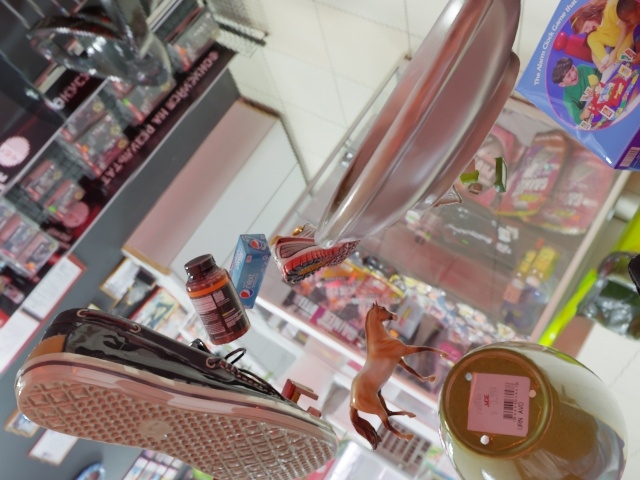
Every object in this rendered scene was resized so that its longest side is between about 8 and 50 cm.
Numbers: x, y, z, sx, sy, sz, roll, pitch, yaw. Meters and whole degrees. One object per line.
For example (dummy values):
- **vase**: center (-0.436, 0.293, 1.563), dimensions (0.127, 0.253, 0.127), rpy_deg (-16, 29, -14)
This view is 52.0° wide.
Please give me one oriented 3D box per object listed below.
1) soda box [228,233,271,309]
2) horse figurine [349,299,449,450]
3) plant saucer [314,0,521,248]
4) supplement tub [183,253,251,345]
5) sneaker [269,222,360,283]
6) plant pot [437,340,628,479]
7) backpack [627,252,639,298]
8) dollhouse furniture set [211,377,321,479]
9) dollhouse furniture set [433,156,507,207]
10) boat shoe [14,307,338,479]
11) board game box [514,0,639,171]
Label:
- **soda box**: center (-0.185, 0.081, 1.635), dimensions (0.210, 0.067, 0.071), rpy_deg (113, 146, -40)
- **horse figurine**: center (0.126, 0.269, 1.259), dimensions (0.174, 0.263, 0.066), rpy_deg (27, 171, -2)
- **plant saucer**: center (0.131, -0.147, 0.772), dimensions (0.100, 0.401, 0.400), rpy_deg (30, 164, -4)
- **supplement tub**: center (-0.240, 0.132, 1.496), dimensions (0.106, 0.106, 0.198), rpy_deg (5, 119, 59)
- **sneaker**: center (0.000, 0.000, 1.236), dimensions (0.093, 0.225, 0.088), rpy_deg (51, 131, 19)
- **plant pot**: center (0.275, 0.249, 0.917), dimensions (0.274, 0.275, 0.293), rpy_deg (23, 169, 33)
- **backpack**: center (0.600, 0.104, 0.779), dimensions (0.355, 0.274, 0.290), rpy_deg (23, 139, -40)
- **dollhouse furniture set**: center (-0.132, 0.501, 1.468), dimensions (0.152, 0.374, 0.201), rpy_deg (24, 175, -15)
- **dollhouse furniture set**: center (0.270, -0.114, 1.234), dimensions (0.151, 0.059, 0.076), rpy_deg (-8, 147, 29)
- **boat shoe**: center (-0.179, 0.231, 0.961), dimensions (0.500, 0.187, 0.156), rpy_deg (26, -148, -27)
- **board game box**: center (0.435, -0.302, 0.885), dimensions (0.078, 0.347, 0.233), rpy_deg (0, -141, -29)
